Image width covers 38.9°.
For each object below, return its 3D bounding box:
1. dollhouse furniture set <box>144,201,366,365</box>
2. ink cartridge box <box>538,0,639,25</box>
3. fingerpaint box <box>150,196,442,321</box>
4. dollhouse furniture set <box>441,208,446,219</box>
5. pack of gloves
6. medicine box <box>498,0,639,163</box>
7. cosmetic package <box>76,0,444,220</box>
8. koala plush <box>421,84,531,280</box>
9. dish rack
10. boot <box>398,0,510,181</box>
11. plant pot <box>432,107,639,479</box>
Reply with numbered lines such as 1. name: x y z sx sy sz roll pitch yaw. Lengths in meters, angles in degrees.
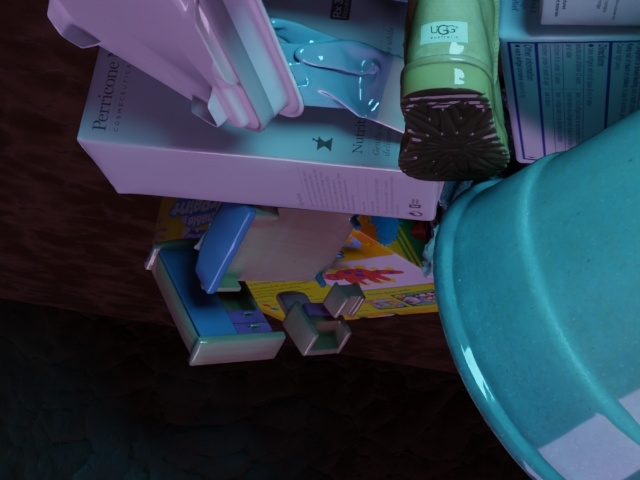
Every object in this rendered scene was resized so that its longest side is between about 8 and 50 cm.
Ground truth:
1. dollhouse furniture set: -0.064 -0.006 1.260 0.286 0.198 0.303 0 133 -37
2. ink cartridge box: 0.278 -0.249 0.692 0.209 0.153 0.087 3 161 11
3. fingerpaint box: 0.000 0.000 1.535 0.445 0.163 0.371 -11 152 42
4. dollhouse furniture set: 0.331 -0.041 1.298 0.198 0.151 0.301 20 158 -31
5. pack of gloves: 0.050 -0.209 0.880 0.232 0.195 0.046 14 -176 -18
6. medicine box: 0.325 -0.188 0.859 0.289 0.149 0.263 2 161 16
7. cosmetic package: -0.050 -0.158 1.015 0.385 0.217 0.156 4 162 4
8. koala plush: 0.207 -0.054 1.124 0.196 0.221 0.203 -8 150 8
9. dish rack: -0.178 -0.226 0.782 0.333 0.072 0.285 32 162 31
10. boot: 0.112 -0.201 0.723 0.089 0.269 0.236 3 165 6
11. plant pot: 0.326 0.013 0.701 0.341 0.341 0.334 19 140 -31
